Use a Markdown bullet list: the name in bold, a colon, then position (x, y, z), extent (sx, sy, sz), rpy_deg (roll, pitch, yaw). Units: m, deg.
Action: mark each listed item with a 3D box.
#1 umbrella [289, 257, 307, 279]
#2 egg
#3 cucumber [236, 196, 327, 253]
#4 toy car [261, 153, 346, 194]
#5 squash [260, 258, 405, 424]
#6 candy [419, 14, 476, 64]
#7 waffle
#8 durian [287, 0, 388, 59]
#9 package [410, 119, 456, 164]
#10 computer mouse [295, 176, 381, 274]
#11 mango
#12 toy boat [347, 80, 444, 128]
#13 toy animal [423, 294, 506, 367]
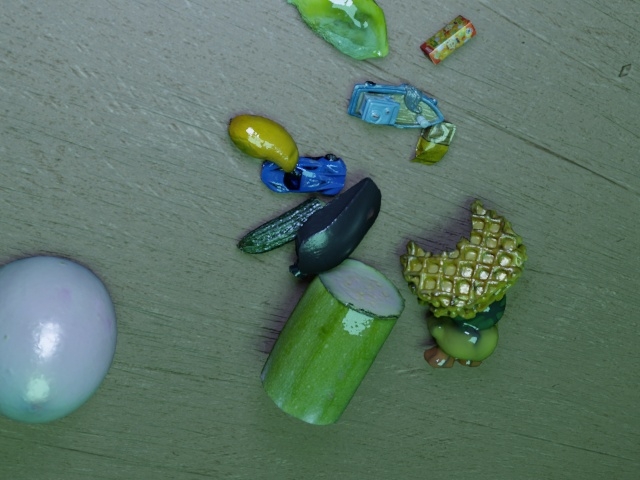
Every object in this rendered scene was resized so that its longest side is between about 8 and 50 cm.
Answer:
- **umbrella**: position (-0.002, -0.001, 1.998), extent (0.071, 0.080, 0.224), rpy_deg (40, 101, 3)
- **egg**: position (-0.650, 0.261, 1.786), extent (0.355, 0.340, 0.354), rpy_deg (-9, 125, -13)
- **cucumber**: position (-0.085, -0.031, 1.944), extent (0.265, 0.077, 0.077), rpy_deg (-30, 126, 2)
- **toy car**: position (-0.038, -0.158, 1.883), extent (0.216, 0.063, 0.103), rpy_deg (-1, 122, -17)
- **squash**: position (0.027, 0.264, 2.050), extent (0.263, 0.263, 0.384), rpy_deg (17, 115, -26)
- **candy**: position (0.298, -0.468, 1.794), extent (0.122, 0.062, 0.038), rpy_deg (-38, 125, 7)
- **waffle**: position (0.382, 0.061, 2.052), extent (0.324, 0.261, 0.151), rpy_deg (-33, 145, 7)
- **durian**: position (0.055, -0.487, 1.679), extent (0.250, 0.101, 0.139), rpy_deg (34, 107, -32)
- **package**: position (0.284, -0.244, 1.942), extent (0.071, 0.047, 0.131), rpy_deg (9, 116, -26)
- **computer mouse**: position (0.057, -0.024, 1.915), extent (0.295, 0.087, 0.168), rpy_deg (-40, 144, -14)
- **mango**: position (-0.128, -0.232, 1.791), extent (0.190, 0.075, 0.098), rpy_deg (28, 96, -17)
- **toy boat**: position (0.188, -0.314, 1.836), extent (0.238, 0.098, 0.109), rpy_deg (4, 123, -21)
- **toy animal**: position (0.427, 0.237, 2.207), extent (0.216, 0.191, 0.338), rpy_deg (0, 121, -17)
